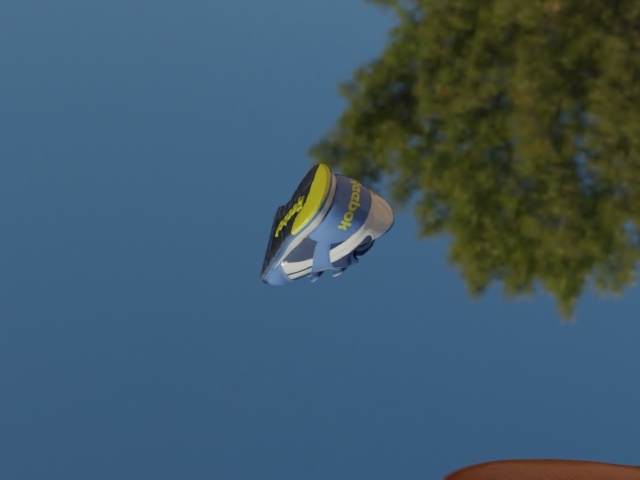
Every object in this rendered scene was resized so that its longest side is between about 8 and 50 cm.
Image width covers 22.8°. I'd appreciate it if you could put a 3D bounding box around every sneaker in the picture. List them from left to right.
[{"bbox_3d":[0.000,0.000,1.018,0.059,0.053,0.144,17,159,-14],"label":"sneaker"}]

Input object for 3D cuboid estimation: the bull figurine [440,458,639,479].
[{"bbox_3d":[0.186,0.161,0.675,0.310,0.188,0.101,9,-134,5],"label":"bull figurine"}]
